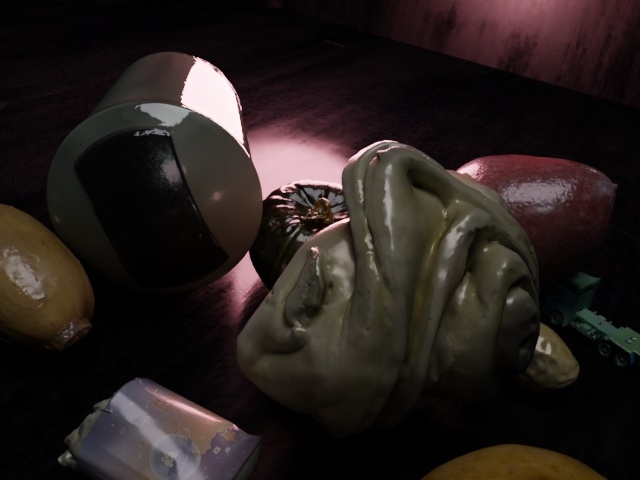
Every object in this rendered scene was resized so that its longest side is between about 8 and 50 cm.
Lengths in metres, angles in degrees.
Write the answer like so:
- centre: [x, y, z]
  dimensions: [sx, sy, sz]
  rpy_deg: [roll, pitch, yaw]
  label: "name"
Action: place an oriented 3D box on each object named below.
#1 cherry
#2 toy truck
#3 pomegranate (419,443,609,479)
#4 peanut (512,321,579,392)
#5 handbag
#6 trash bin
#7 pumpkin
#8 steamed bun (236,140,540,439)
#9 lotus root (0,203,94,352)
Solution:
- centre: [0.308, -0.031, 1.013]
  dimensions: [0.307, 0.221, 0.261]
  rpy_deg: [-14, 16, 27]
  label: "cherry"
- centre: [0.424, 0.117, 0.965]
  dimensions: [0.067, 0.081, 0.175]
  rpy_deg: [-16, 39, -34]
  label: "toy truck"
- centre: [0.142, 0.279, 0.466]
  dimensions: [0.260, 0.261, 0.260]
  rpy_deg: [7, 31, -4]
  label: "pomegranate"
- centre: [0.243, 0.136, 0.873]
  dimensions: [0.214, 0.090, 0.098]
  rpy_deg: [22, 20, 20]
  label: "peanut"
- centre: [-0.158, 0.207, 0.638]
  dimensions: [0.173, 0.095, 0.117]
  rpy_deg: [23, 29, 15]
  label: "handbag"
- centre: [-0.235, -0.118, 0.983]
  dimensions: [0.280, 0.281, 0.432]
  rpy_deg: [4, 28, -10]
  label: "trash bin"
- centre: [0.000, 0.000, 0.964]
  dimensions: [0.223, 0.157, 0.224]
  rpy_deg: [4, 42, -4]
  label: "pumpkin"
- centre: [0.120, 0.071, 0.708]
  dimensions: [0.237, 0.347, 0.394]
  rpy_deg: [36, 57, 27]
  label: "steamed bun"
- centre: [-0.391, 0.033, 0.807]
  dimensions: [0.303, 0.131, 0.146]
  rpy_deg: [31, 2, 27]
  label: "lotus root"
